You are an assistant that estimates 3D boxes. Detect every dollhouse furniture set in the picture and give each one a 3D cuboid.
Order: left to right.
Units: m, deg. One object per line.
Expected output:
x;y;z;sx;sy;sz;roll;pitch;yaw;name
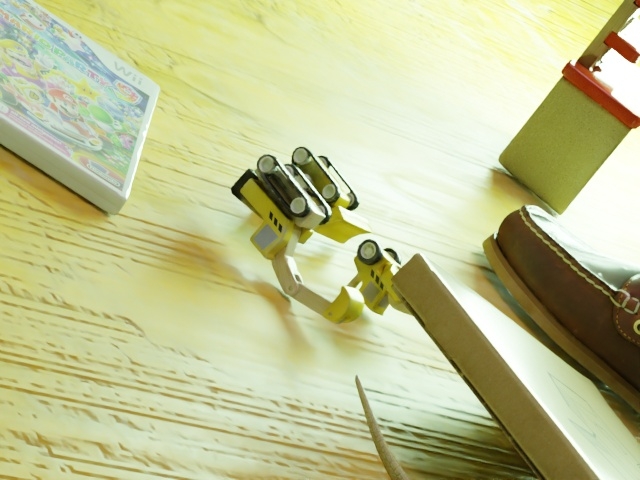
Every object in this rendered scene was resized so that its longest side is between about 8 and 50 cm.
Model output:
0.242;-0.020;1.122;0.259;0.135;0.262;40;22;4;dollhouse furniture set

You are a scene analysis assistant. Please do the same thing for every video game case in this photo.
-0.111;-0.062;0.823;0.087;0.011;0.122;33;23;-13;video game case

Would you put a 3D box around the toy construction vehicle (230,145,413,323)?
0.000;0.000;0.856;0.098;0.035;0.086;52;14;23;toy construction vehicle

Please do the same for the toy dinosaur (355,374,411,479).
0.073;0.129;0.710;0.183;0.053;0.092;38;6;-23;toy dinosaur

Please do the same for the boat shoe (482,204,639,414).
0.171;0.049;0.966;0.207;0.073;0.073;44;24;17;boat shoe

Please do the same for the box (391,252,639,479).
0.121;0.102;0.787;0.164;0.021;0.201;36;13;-49;box
